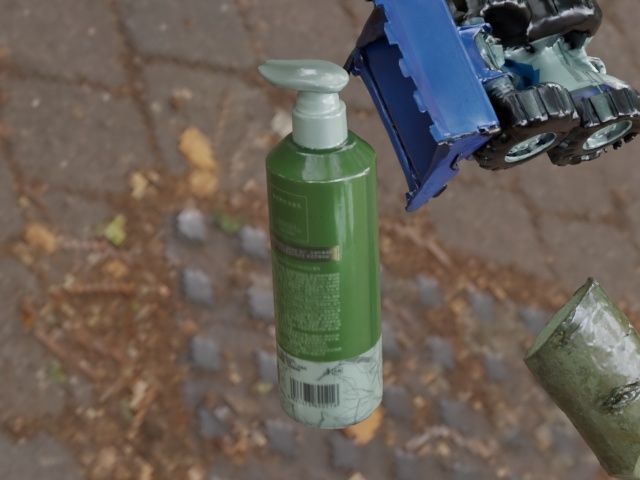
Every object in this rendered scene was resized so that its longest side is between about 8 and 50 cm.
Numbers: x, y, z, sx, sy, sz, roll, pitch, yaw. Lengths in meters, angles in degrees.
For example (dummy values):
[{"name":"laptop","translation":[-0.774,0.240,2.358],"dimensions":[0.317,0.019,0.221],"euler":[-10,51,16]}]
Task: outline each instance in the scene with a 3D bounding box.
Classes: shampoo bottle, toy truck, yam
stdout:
[{"name":"shampoo bottle","translation":[0.000,0.000,1.049],"dimensions":[0.065,0.204,0.065],"euler":[-2,29,1]},{"name":"toy truck","translation":[0.101,-0.096,1.246],"dimensions":[0.208,0.126,0.113],"euler":[-5,66,-45]},{"name":"yam","translation":[0.177,0.091,1.170],"dimensions":[0.146,0.069,0.070],"euler":[52,35,-19]}]
